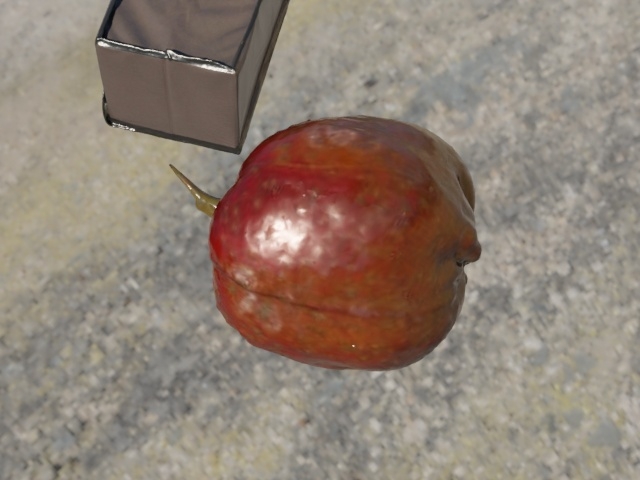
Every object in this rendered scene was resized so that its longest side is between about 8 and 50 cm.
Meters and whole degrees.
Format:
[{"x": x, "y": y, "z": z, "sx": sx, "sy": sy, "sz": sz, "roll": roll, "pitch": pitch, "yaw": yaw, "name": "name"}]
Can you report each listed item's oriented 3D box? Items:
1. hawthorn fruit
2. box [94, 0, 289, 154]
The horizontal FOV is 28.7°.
[{"x": 0.023, "y": 0.006, "z": 1.166, "sx": 0.262, "sy": 0.258, "sz": 0.258, "roll": -19, "pitch": 30, "yaw": -3, "name": "hawthorn fruit"}, {"x": -0.148, "y": -0.263, "z": 1.503, "sx": 0.188, "sy": 0.153, "sz": 0.252, "roll": 13, "pitch": 60, "yaw": 9, "name": "box"}]
